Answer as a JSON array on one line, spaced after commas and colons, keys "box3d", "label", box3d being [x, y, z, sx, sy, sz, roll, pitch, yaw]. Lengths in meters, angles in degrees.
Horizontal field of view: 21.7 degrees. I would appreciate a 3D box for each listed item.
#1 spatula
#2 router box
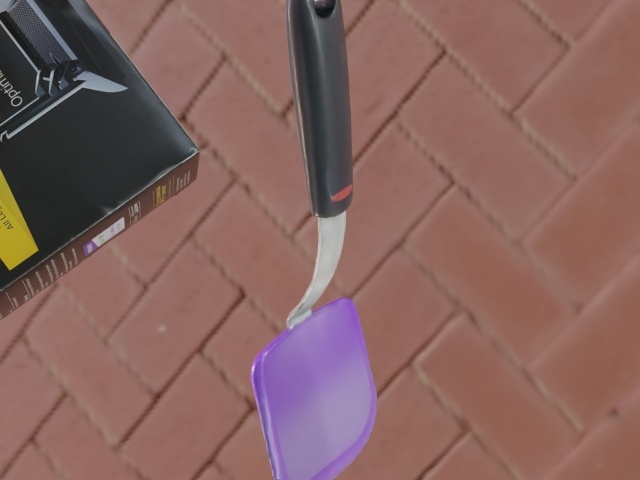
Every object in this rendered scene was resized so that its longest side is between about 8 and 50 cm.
[{"box3d": [0.000, 0.000, 0.810, 0.030, 0.084, 0.296, 28, 134, 32], "label": "spatula"}, {"box3d": [-0.262, -0.097, 1.044, 0.243, 0.081, 0.309, -36, 84, -12], "label": "router box"}]
